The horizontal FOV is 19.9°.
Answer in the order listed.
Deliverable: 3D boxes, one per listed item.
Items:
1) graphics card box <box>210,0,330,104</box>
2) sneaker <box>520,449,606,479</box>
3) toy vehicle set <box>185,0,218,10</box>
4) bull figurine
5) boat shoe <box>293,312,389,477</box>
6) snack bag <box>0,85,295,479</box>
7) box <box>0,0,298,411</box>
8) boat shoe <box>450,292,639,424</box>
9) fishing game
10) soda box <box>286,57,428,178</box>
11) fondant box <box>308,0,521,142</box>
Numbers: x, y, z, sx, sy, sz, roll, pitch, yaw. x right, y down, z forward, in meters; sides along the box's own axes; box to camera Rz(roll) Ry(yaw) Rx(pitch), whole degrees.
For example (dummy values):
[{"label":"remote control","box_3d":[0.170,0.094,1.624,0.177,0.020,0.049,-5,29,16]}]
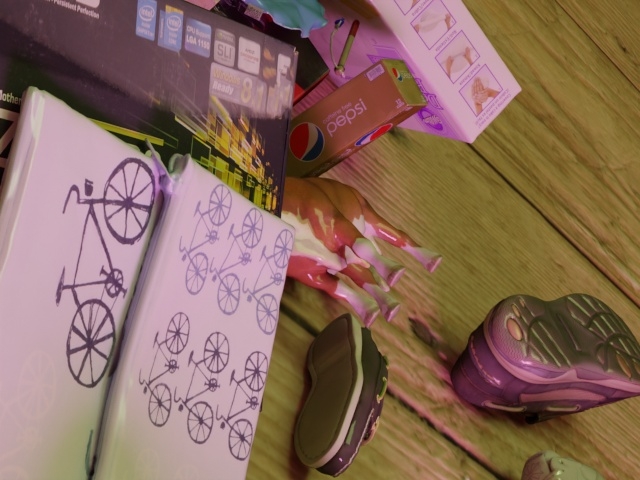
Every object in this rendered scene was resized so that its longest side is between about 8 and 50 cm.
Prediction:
[{"label":"graphics card box","box_3d":[-0.150,-0.275,1.880,0.371,0.094,0.233,55,24,-5]},{"label":"sneaker","box_3d":[0.253,0.311,1.977,0.152,0.114,0.305,49,17,12]},{"label":"toy vehicle set","box_3d":[-0.162,-0.355,1.760,0.267,0.035,0.166,48,42,-9]},{"label":"bull figurine","box_3d":[0.000,0.000,1.785,0.188,0.101,0.310,37,16,11]},{"label":"boat shoe","box_3d":[0.028,0.153,1.725,0.069,0.081,0.228,45,24,-19]},{"label":"snack bag","box_3d":[-0.140,0.083,1.318,0.342,0.037,0.323,35,63,-53]},{"label":"box","box_3d":[-0.169,-0.034,1.388,0.395,0.097,0.318,16,77,-57]},{"label":"boat shoe","box_3d":[0.269,0.142,2.155,0.355,0.130,0.132,14,45,-50]},{"label":"fishing game","box_3d":[-0.066,-0.277,1.884,0.264,0.041,0.189,43,26,-15]},{"label":"soda box","box_3d":[0.018,-0.118,1.906,0.058,0.181,0.061,62,23,8]},{"label":"fondant box","box_3d":[0.050,-0.270,2.067,0.330,0.096,0.238,50,-16,-29]}]
